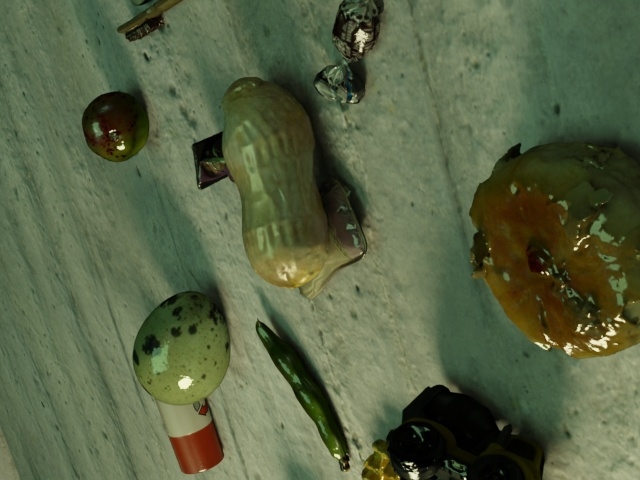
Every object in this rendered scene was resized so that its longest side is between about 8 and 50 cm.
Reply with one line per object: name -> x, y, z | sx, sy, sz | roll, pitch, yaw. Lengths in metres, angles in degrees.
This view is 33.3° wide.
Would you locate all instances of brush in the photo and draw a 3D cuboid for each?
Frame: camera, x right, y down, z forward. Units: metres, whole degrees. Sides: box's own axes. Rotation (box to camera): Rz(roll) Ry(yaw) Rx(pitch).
brush -> -0.257, -0.363, 1.713 | 0.248, 0.043, 0.036 | -11, 109, 55

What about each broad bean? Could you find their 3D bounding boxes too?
broad bean -> -0.024, 0.253, 1.785 | 0.297, 0.043, 0.060 | 58, 156, 9

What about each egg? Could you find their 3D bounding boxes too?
egg -> -0.248, 0.193, 1.939 | 0.177, 0.177, 0.228 | 41, 128, 32

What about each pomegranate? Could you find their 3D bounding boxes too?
pomegranate -> -0.367, -0.203, 1.897 | 0.130, 0.130, 0.130 | 32, 135, 40

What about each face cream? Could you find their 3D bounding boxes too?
face cream -> -0.269, 0.351, 2.139 | 0.096, 0.096, 0.214 | -1, 110, 54

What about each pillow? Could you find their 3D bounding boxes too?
pillow -> 0.000, 0.000, 1.591 | 0.232, 0.038, 0.131 | -40, 71, 57

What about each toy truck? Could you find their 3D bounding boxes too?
toy truck -> 0.201, 0.288, 1.410 | 0.224, 0.165, 0.147 | 18, 144, 30

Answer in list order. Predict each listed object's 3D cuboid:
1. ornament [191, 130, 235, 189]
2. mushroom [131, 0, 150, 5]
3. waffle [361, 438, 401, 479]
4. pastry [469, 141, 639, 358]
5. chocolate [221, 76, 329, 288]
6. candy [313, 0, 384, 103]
ornament -> -0.110, -0.102, 1.639 | 0.203, 0.081, 0.088 | 27, 133, 42
mushroom -> -0.284, -0.415, 1.735 | 0.049, 0.019, 0.101 | 60, 144, 7
waffle -> 0.142, 0.394, 1.633 | 0.211, 0.055, 0.160 | 19, 125, 47
pastry -> 0.269, 0.017, 1.153 | 0.236, 0.121, 0.257 | 37, 138, 36
chocolate -> -0.062, -0.085, 1.516 | 0.134, 0.134, 0.309 | -21, 81, 57
candy -> 0.037, -0.264, 1.358 | 0.094, 0.051, 0.226 | 51, 145, 26
